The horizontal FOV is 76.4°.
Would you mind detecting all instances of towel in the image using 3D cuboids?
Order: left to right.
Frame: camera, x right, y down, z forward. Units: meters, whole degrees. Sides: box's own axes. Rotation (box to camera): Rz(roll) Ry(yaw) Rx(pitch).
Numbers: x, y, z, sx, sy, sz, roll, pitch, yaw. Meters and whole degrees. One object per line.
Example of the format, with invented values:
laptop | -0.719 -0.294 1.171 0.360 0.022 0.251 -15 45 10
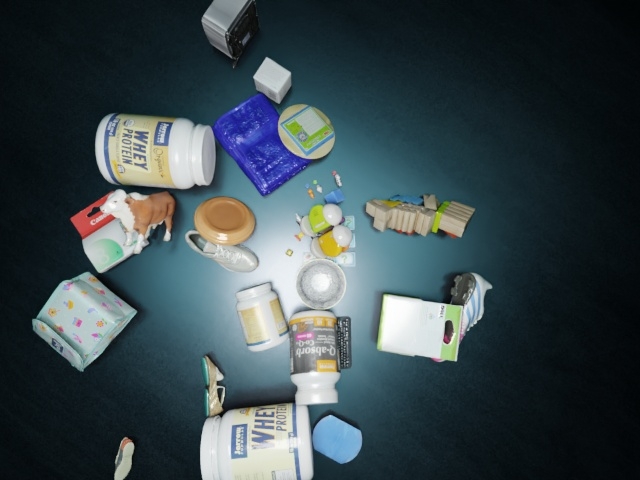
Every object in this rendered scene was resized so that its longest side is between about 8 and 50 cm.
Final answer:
towel | -0.203 -0.334 1.401 0.228 0.076 0.308 -37 90 -2

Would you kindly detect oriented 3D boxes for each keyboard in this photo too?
keyboard | 0.054 0.357 1.416 0.108 0.023 0.179 -1 87 -2

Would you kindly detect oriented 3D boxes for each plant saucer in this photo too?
plant saucer | -0.316 -0.074 1.353 0.200 0.037 0.199 9 54 -13

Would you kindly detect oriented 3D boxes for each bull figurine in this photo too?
bull figurine | -0.554 -0.073 1.273 0.101 0.310 0.188 16 104 9

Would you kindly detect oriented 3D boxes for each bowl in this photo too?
bowl | -0.001 0.147 1.392 0.170 0.080 0.169 0 88 -2

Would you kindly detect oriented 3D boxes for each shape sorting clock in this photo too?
shape sorting clock | -0.047 -0.375 1.403 0.207 0.040 0.205 7 70 -18

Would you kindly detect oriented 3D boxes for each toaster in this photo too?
toaster | -0.298 -0.719 1.366 0.110 0.168 0.185 32 86 2

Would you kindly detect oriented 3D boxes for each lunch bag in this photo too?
lunch bag | -0.783 0.273 1.321 0.223 0.160 0.262 42 98 -4

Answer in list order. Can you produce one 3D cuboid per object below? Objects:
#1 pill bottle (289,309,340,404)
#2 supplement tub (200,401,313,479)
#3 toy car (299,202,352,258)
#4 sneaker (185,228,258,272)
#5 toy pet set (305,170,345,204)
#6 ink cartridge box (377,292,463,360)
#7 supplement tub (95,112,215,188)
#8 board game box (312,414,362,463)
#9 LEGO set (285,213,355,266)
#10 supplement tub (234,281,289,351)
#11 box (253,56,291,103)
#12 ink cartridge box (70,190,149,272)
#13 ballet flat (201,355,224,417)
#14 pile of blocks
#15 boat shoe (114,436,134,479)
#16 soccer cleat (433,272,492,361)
pill bottle | -0.018 0.375 1.303 0.163 0.162 0.278 -3 66 -2
supplement tub | -0.192 0.650 1.290 0.326 0.235 0.235 -5 88 -3
toy car | 0.035 -0.038 1.345 0.159 0.136 0.181 -28 86 39
sneaker | -0.337 0.039 1.361 0.263 0.121 0.099 23 88 -1
toy pet set | 0.025 -0.174 1.410 0.122 0.065 0.114 -27 89 -2
ink cartridge box | 0.329 0.288 1.367 0.256 0.097 0.188 7 88 10
supplement tub | -0.517 -0.284 1.312 0.317 0.228 0.227 3 88 -2
board game box | 0.057 0.680 1.403 0.169 0.033 0.133 27 92 4
LEGO set | 0.000 0.000 1.410 0.245 0.060 0.182 0 84 -2
supplement tub | -0.196 0.250 1.348 0.145 0.144 0.199 -17 89 -3
box | -0.163 -0.547 1.396 0.102 0.101 0.087 33 87 -1
ink cartridge box | -0.727 -0.032 1.384 0.181 0.056 0.224 -34 91 -3
ballet flat | -0.363 0.490 1.383 0.067 0.073 0.205 -4 91 -30
pile of blocks | 0.339 -0.079 1.415 0.363 0.148 0.112 9 131 7
boat shoe | -0.663 0.735 1.367 0.043 0.049 0.136 14 90 40
soccer cleat | 0.488 0.272 1.393 0.143 0.116 0.330 19 97 -27
